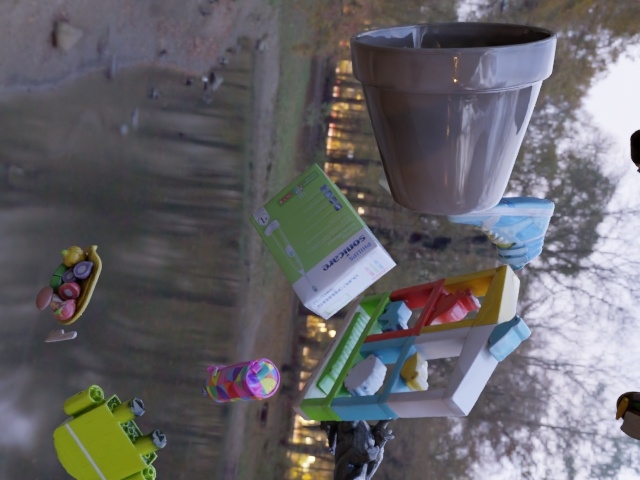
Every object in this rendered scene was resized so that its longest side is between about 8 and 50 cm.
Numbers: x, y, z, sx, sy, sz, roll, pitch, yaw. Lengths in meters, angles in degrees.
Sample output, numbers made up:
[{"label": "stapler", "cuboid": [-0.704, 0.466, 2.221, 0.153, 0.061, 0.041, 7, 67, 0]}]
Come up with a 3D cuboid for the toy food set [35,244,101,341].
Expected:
[{"label": "toy food set", "cuboid": [-0.532, 0.099, 1.439, 0.071, 0.128, 0.218, 32, 65, -41]}]

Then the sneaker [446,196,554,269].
[{"label": "sneaker", "cuboid": [0.497, -0.015, 1.950, 0.127, 0.319, 0.208, -119, -150, -70]}]

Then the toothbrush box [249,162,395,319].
[{"label": "toothbrush box", "cuboid": [0.000, 0.000, 1.575, 0.283, 0.206, 0.122, 55, 7, 35]}]

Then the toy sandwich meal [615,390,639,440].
[{"label": "toy sandwich meal", "cuboid": [0.510, 0.280, 1.111, 0.029, 0.085, 0.085, -35, 143, -42]}]

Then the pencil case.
[{"label": "pencil case", "cuboid": [-0.199, 0.347, 1.713, 0.236, 0.104, 0.104, -20, -123, 50]}]

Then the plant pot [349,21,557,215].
[{"label": "plant pot", "cuboid": [0.212, -0.202, 1.155, 0.323, 0.323, 0.280, -84, 173, -67]}]

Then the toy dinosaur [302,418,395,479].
[{"label": "toy dinosaur", "cuboid": [0.070, 0.409, 1.326, 0.313, 0.121, 0.160, -109, -142, -56]}]

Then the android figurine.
[{"label": "android figurine", "cuboid": [-0.466, 0.437, 1.500, 0.248, 0.273, 0.056, 57, 24, -6]}]

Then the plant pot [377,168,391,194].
[{"label": "plant pot", "cuboid": [0.220, -0.153, 1.636, 0.096, 0.109, 0.109, 8, -116, 49]}]

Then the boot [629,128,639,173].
[{"label": "boot", "cuboid": [0.641, -0.124, 1.257, 0.109, 0.220, 0.283, -56, -173, 26]}]

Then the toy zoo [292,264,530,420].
[{"label": "toy zoo", "cuboid": [0.111, 0.120, 0.798, 0.293, 0.030, 0.192, -18, -151, 46]}]
